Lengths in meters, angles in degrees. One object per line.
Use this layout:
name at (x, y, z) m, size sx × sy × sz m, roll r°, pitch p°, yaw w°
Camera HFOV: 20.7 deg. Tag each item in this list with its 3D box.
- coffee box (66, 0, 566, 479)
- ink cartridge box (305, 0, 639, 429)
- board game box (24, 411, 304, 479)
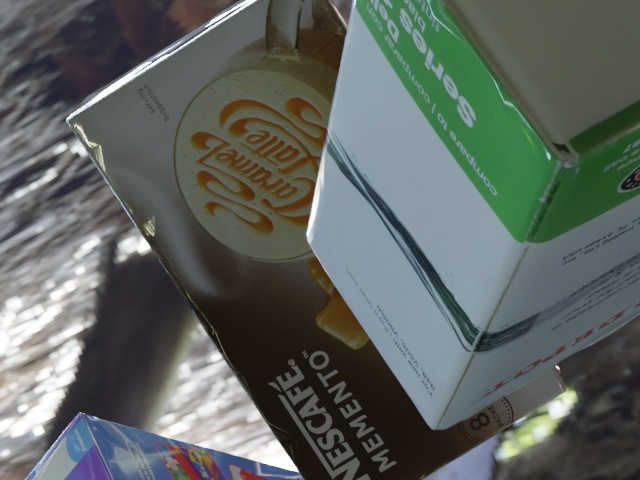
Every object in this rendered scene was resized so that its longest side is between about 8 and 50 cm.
coffee box at (0.000, 0.000, 0.893) m, size 0.246 × 0.141 × 0.098 m, roll 58°, pitch -176°, yaw -10°
ink cartridge box at (0.085, -0.042, 0.505) m, size 0.153 × 0.208 × 0.087 m, roll -29°, pitch -108°, yaw -17°
board game box at (-0.028, 0.275, 1.090) m, size 0.233 × 0.078 × 0.347 m, roll 22°, pitch -155°, yaw -42°
